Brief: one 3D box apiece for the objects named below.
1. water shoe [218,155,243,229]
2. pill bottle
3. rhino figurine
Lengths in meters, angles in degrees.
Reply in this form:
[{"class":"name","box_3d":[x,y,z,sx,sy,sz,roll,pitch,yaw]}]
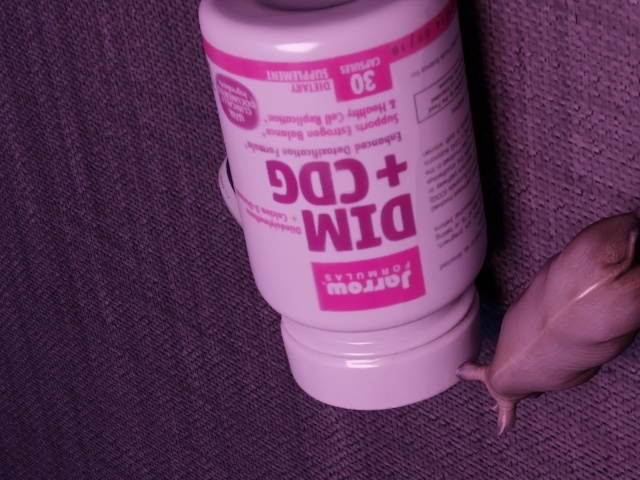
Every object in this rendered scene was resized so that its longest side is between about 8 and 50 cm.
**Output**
[{"class":"water shoe","box_3d":[0.000,0.000,1.433,0.203,0.073,0.080,48,144,13]},{"class":"pill bottle","box_3d":[0.023,-0.042,1.284,0.160,0.160,0.283,21,133,43]},{"class":"rhino figurine","box_3d":[0.155,0.054,1.243,0.073,0.106,0.243,51,147,10]}]
